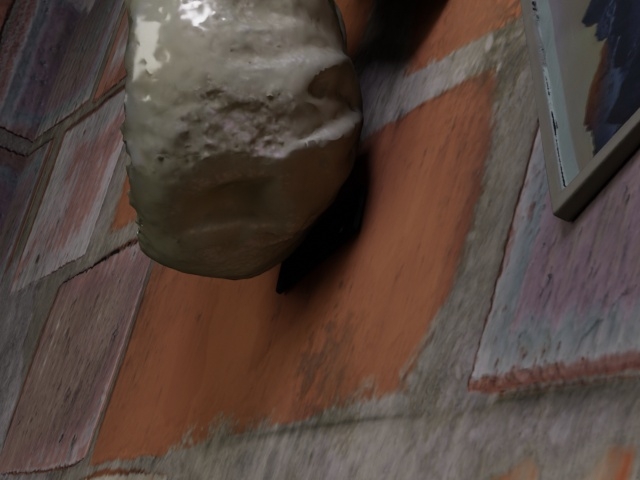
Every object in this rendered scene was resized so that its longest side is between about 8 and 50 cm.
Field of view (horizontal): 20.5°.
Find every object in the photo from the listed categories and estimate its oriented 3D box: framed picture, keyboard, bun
[{"bbox_3d":[0.215,-0.163,1.272,0.192,0.018,0.265,-51,25,34],"label":"framed picture"},{"bbox_3d":[0.000,0.000,1.646,0.155,0.010,0.053,-40,32,51],"label":"keyboard"},{"bbox_3d":[-0.067,-0.143,1.634,0.360,0.211,0.360,179,90,-90],"label":"bun"}]
